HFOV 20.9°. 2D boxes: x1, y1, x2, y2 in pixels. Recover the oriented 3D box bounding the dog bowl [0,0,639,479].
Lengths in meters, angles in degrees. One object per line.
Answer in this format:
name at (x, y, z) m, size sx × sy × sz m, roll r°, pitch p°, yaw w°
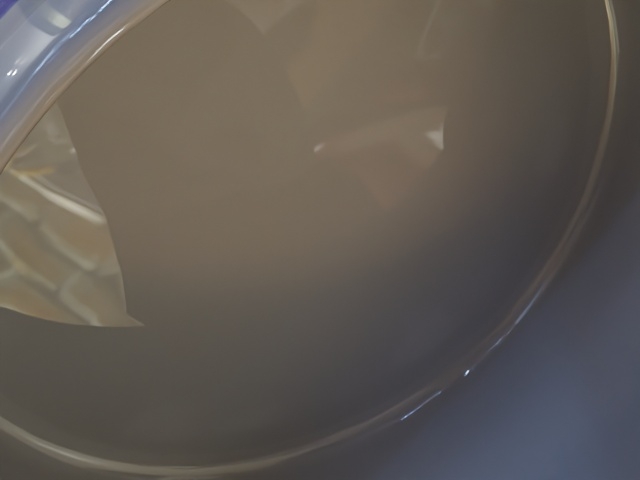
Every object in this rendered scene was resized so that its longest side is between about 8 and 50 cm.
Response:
dog bowl at (0.000, 0.000, 0.493) m, size 0.265 × 0.265 × 0.104 m, roll 51°, pitch -178°, yaw -40°
